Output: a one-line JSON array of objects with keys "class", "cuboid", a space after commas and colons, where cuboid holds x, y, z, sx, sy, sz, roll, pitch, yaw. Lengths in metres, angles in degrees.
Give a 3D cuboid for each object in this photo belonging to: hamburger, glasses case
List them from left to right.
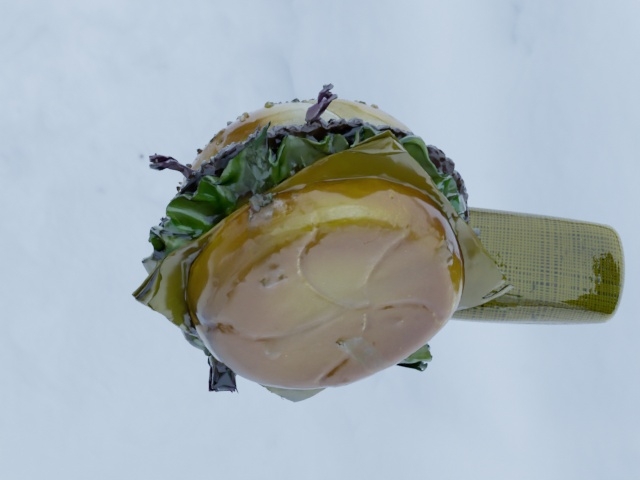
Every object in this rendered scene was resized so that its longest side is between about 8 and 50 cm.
[{"class": "hamburger", "cuboid": [0.000, 0.003, 0.529, 0.164, 0.189, 0.093, -23, 45, 6]}, {"class": "glasses case", "cuboid": [0.086, 0.015, 0.719, 0.234, 0.064, 0.079, 6, 78, 4]}]
